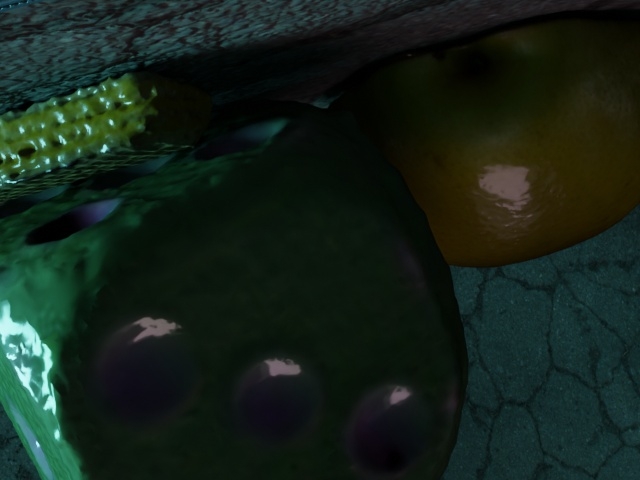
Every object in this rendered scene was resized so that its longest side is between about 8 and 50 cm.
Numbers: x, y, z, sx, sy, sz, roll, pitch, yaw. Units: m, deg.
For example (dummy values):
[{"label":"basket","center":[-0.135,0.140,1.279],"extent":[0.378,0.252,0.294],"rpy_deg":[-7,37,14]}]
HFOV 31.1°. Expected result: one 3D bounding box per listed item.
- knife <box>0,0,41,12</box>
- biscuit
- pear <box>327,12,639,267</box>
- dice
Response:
[{"label":"knife","center":[-0.137,-0.118,0.559],"extent":[0.096,0.010,0.027],"rpy_deg":[-12,177,9]},{"label":"biscuit","center":[-0.261,-0.056,0.886],"extent":[0.379,0.054,0.094],"rpy_deg":[-14,179,24]},{"label":"pear","center":[0.186,-0.076,1.094],"extent":[0.340,0.191,0.386],"rpy_deg":[-13,178,20]},{"label":"dice","center":[-0.088,0.083,0.936],"extent":[0.330,0.322,0.318],"rpy_deg":[-27,-161,-21]}]
